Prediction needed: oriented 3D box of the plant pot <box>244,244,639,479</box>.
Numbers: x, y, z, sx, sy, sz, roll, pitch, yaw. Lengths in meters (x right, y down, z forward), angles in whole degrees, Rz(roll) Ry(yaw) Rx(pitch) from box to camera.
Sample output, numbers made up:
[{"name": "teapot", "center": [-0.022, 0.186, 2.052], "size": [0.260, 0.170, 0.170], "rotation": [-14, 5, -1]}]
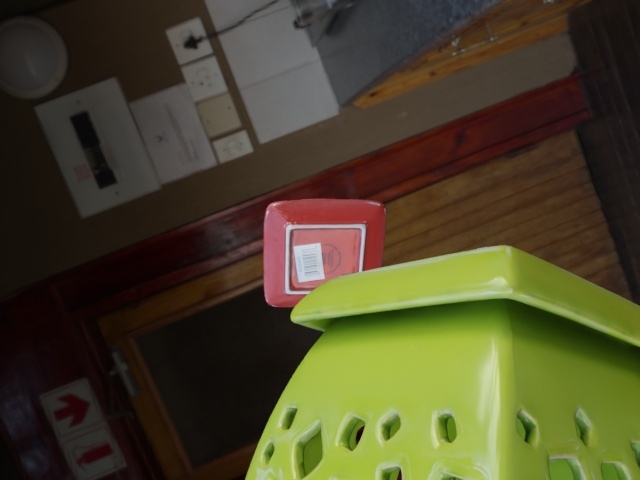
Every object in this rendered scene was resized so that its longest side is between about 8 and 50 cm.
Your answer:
[{"name": "plant pot", "center": [0.101, 0.130, 0.416], "size": [0.227, 0.228, 0.207], "rotation": [-17, 59, 52]}]

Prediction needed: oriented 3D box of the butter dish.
[{"name": "butter dish", "center": [0.000, 0.000, 0.897], "size": [0.118, 0.159, 0.160], "rotation": [-103, 14, -61]}]
